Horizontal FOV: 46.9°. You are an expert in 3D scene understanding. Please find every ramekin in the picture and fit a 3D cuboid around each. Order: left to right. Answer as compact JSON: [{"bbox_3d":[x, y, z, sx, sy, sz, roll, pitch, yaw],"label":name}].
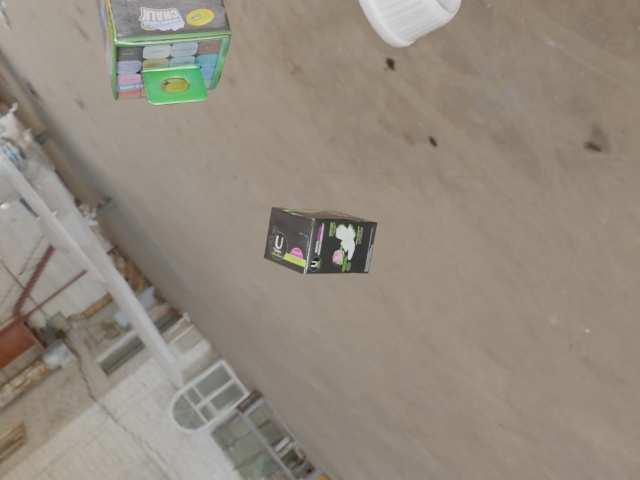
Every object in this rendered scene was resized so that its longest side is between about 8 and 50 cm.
[{"bbox_3d":[0.172,-0.519,1.415,0.127,0.272,0.272,-8,126,33],"label":"ramekin"}]

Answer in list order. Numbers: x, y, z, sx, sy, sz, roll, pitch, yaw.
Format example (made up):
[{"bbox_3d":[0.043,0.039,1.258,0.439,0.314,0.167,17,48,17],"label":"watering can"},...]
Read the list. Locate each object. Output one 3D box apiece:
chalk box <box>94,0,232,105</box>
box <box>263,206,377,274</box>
[{"bbox_3d":[-0.186,-0.250,0.864,0.132,0.133,0.212,134,125,-67],"label":"chalk box"},{"bbox_3d":[0.000,0.000,0.684,0.062,0.083,0.052,18,101,45],"label":"box"}]
